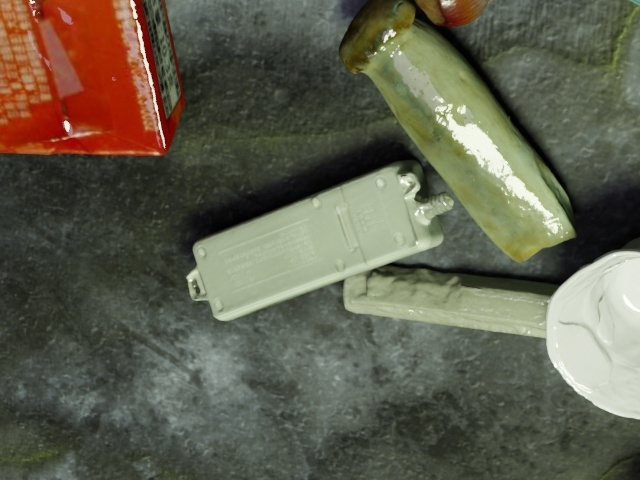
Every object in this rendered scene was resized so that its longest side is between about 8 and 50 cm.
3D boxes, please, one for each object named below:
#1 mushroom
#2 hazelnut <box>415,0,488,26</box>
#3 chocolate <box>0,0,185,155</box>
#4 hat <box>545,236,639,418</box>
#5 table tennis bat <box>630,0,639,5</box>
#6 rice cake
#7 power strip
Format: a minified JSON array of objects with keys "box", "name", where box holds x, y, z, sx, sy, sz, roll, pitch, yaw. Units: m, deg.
[{"box":[0.139,-0.113,1.703,0.100,0.081,0.312,-27,109,44],"name":"mushroom"},{"box":[0.127,-0.248,1.633,0.086,0.086,0.086,10,121,17],"name":"hazelnut"},{"box":[-0.267,-0.213,1.799,0.234,0.108,0.237,1,117,23],"name":"chocolate"},{"box":[0.330,0.068,1.692,0.203,0.126,0.203,10,122,17],"name":"hat"},{"box":[0.365,-0.184,1.525,0.237,0.038,0.149,36,126,18],"name":"table tennis bat"},{"box":[0.145,0.063,1.815,0.256,0.052,0.057,7,100,20],"name":"rice cake"},{"box":[0.000,0.000,1.817,0.338,0.058,0.098,-20,85,32],"name":"power strip"}]
